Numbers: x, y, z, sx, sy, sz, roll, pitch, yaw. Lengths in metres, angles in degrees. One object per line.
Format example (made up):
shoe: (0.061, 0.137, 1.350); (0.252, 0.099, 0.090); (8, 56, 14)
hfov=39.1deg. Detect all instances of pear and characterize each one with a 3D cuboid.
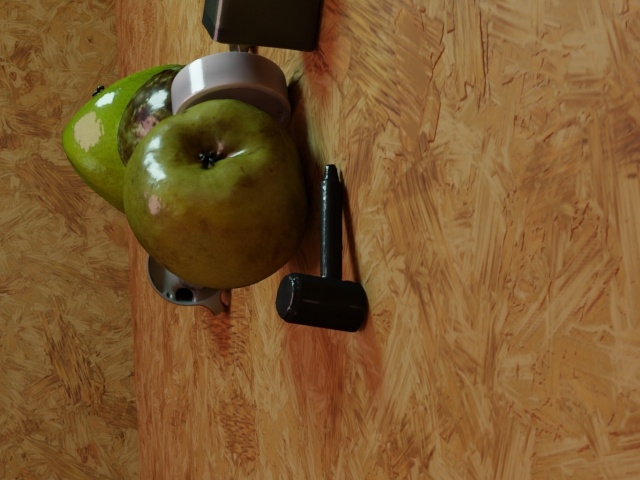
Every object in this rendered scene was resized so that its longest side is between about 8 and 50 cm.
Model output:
pear: (-0.165, -0.060, 1.432); (0.304, 0.304, 0.303); (179, 90, -71)
pear: (-0.347, -0.192, 1.960); (0.318, 0.343, 0.238); (58, 160, 6)

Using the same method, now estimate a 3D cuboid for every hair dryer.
hair dryer: (0.002, 0.000, 1.246); (0.070, 0.114, 0.247); (-34, 51, 58)

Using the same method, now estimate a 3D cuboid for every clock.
clock: (-0.150, -0.230, 1.514); (0.197, 0.197, 0.068); (122, 144, -58)

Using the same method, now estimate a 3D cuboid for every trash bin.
trash bin: (-0.081, -0.423, 1.357); (0.122, 0.164, 0.240); (-121, 36, -55)

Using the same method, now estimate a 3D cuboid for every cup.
cup: (-0.292, 0.060, 2.034); (0.226, 0.182, 0.264); (60, 172, -11)

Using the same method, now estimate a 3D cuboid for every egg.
egg: (-0.269, -0.212, 1.744); (0.238, 0.290, 0.238); (46, -146, -46)

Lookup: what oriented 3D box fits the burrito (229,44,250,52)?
burrito: (-0.179, -0.460, 1.804); (0.275, 0.059, 0.082); (-110, 20, -43)
